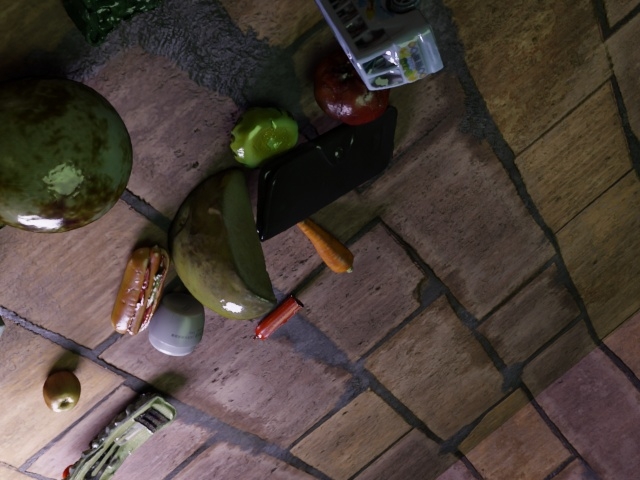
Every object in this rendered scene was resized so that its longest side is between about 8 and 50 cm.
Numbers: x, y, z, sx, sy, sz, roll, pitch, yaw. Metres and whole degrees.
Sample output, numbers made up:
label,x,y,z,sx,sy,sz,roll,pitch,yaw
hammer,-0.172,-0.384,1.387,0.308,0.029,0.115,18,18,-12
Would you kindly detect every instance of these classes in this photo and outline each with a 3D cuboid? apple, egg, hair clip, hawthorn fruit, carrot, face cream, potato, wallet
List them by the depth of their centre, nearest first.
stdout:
label,x,y,z,sx,sy,sz,roll,pitch,yaw
egg,-0.430,-0.129,1.318,0.290,0.238,0.238,1,131,-16
hawthorn fruit,0.065,-0.283,1.642,0.148,0.148,0.172,-39,155,1
potato,-0.183,0.039,1.676,0.112,0.255,0.269,-1,130,-40
wallet,0.018,-0.144,1.764,0.378,0.051,0.197,-32,148,-33
apple,-0.539,0.317,1.829,0.084,0.071,0.084,-23,139,-21
face cream,-0.301,0.176,1.840,0.117,0.117,0.104,0,120,-40
carrot,0.000,0.000,1.962,0.061,0.061,0.257,-42,132,5
hair clip,-0.483,0.475,2.034,0.321,0.091,0.138,-46,136,-8

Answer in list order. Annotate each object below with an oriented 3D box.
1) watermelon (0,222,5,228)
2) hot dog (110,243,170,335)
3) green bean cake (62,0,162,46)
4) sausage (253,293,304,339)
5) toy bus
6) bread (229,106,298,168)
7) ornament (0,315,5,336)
label,x,y,z,sx,sy,sz,roll,pitch,yaw
watermelon,-0.587,-0.067,1.339,0.159,0.128,0.303,-47,142,11
hot dog,-0.358,0.097,1.754,0.092,0.062,0.235,-1,129,-32
green bean cake,-0.270,-0.399,1.271,0.208,0.107,0.193,-22,139,-22
sausage,-0.105,0.189,2.070,0.145,0.050,0.048,-42,138,7
toy bus,0.073,-0.375,1.391,0.136,0.329,0.109,-27,142,2
bread,-0.107,-0.198,1.641,0.139,0.071,0.130,-25,139,-24
ornament,-0.688,0.161,1.499,0.285,0.130,0.120,8,137,-44
